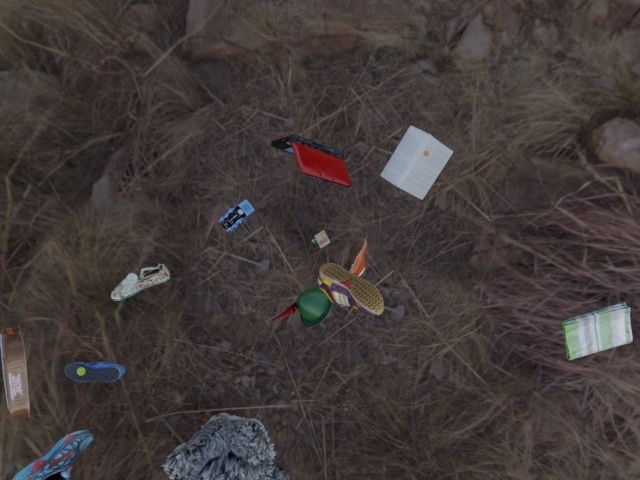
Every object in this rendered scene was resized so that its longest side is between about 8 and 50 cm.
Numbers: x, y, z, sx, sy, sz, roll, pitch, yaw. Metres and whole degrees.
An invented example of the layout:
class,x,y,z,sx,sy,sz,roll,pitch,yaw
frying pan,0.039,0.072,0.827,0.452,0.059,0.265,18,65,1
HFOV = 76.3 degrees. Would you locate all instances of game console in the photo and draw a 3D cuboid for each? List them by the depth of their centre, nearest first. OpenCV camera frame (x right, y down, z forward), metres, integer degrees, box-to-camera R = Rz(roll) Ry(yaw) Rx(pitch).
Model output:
class,x,y,z,sx,sy,sz,roll,pitch,yaw
game console,-0.021,-0.162,0.864,0.144,0.124,0.085,11,84,-40

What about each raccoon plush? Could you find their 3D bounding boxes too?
class,x,y,z,sx,sy,sz,roll,pitch,yaw
raccoon plush,-0.089,0.494,0.666,0.216,0.299,0.446,-30,54,-28

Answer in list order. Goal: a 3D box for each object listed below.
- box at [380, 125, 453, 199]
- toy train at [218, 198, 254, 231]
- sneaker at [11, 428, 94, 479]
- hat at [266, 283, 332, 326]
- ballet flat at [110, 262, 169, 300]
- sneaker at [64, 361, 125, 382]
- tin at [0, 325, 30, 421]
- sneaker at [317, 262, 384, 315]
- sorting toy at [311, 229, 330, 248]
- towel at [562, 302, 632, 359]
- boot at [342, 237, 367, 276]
class,x,y,z,sx,sy,sz,roll,pitch,yaw
box,0.287,-0.230,1.218,0.170,0.130,0.091,-59,41,14
toy train,-0.371,-0.105,1.792,0.080,0.184,0.105,53,50,-6
sneaker,-0.844,0.740,1.329,0.125,0.104,0.262,23,28,18
hat,-0.073,0.201,1.458,0.173,0.183,0.208,-41,33,20
ballet flat,-0.687,0.149,1.552,0.091,0.077,0.241,9,21,31
sneaker,-0.855,0.496,1.554,0.209,0.082,0.069,5,90,-6
tin,-0.603,0.264,0.804,0.040,0.106,0.190,-8,105,-45
sneaker,0.071,0.130,0.971,0.185,0.084,0.069,36,49,29
sorting toy,0.000,0.000,1.693,0.083,0.012,0.062,-32,101,-34
towel,0.650,0.217,0.954,0.152,0.023,0.113,-19,107,3
boot,0.150,0.068,1.585,0.084,0.059,0.158,21,96,-37
